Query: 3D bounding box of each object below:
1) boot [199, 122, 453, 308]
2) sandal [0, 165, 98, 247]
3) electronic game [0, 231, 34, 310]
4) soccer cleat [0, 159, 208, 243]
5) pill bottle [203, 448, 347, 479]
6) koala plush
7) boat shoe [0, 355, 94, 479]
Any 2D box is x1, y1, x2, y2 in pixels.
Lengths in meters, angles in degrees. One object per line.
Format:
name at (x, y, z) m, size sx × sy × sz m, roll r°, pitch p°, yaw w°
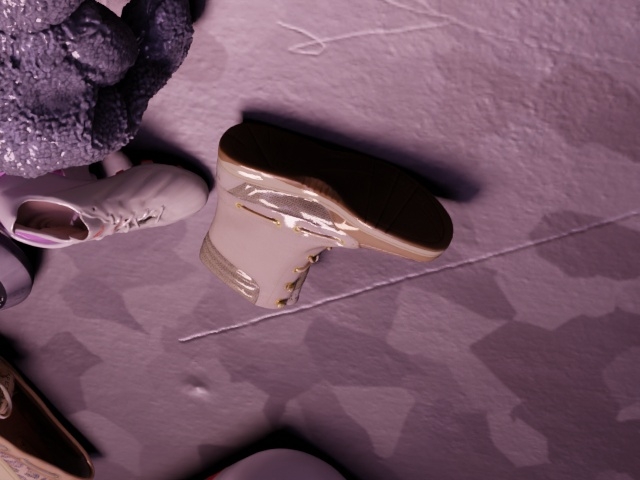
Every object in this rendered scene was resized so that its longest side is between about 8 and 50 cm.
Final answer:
boot at (0.000, 0.000, 1.259) m, size 0.213 × 0.077 × 0.165 m, roll 22°, pitch 136°, yaw 5°
sandal at (-0.337, -0.134, 1.222) m, size 0.169 × 0.102 × 0.416 m, roll -21°, pitch 124°, yaw 33°
electronic game at (-0.392, 0.014, 1.393) m, size 0.229 × 0.048 × 0.229 m, roll 8°, pitch 152°, yaw 4°
soccer cleat at (-0.188, -0.027, 1.249) m, size 0.196 × 0.076 × 0.068 m, roll -1°, pitch 128°, yaw -24°
pill bottle at (-0.139, 0.400, 1.586) m, size 0.229 × 0.229 × 0.407 m, roll 39°, pitch 132°, yaw -19°
koala plush at (-0.206, -0.181, 1.047) m, size 0.196 × 0.203 × 0.221 m, roll 13°, pitch 142°, yaw 5°
boat shoe at (-0.340, 0.179, 1.540) m, size 0.089 × 0.105 × 0.285 m, roll -8°, pitch 140°, yaw 20°
